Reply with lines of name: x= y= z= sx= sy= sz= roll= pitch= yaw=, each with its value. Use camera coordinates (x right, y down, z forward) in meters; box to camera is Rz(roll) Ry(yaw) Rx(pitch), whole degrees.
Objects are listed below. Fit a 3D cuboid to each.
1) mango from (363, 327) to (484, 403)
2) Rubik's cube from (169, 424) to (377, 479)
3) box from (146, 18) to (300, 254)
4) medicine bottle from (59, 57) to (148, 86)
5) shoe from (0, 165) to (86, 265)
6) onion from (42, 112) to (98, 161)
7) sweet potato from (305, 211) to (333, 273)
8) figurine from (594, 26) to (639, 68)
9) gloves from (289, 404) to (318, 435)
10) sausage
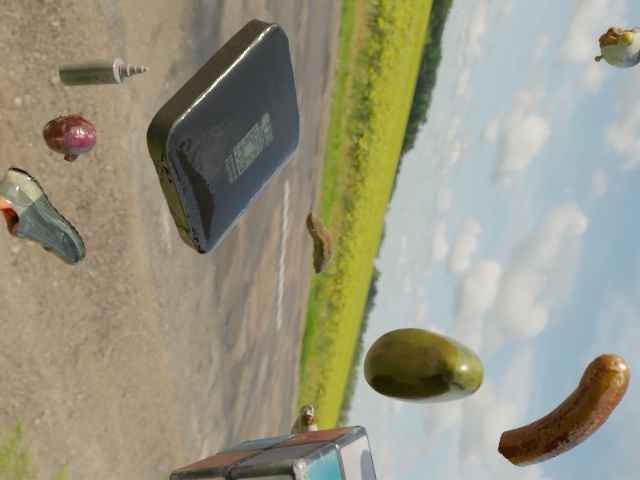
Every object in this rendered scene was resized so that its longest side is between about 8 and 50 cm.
mango: x=0.183 y=0.222 z=1.371 sx=0.289 sy=0.146 sz=0.129 roll=-1 pitch=-128 yaw=56
Rubik's cube: x=-0.072 y=0.565 z=1.566 sx=0.318 sy=0.314 sz=0.315 roll=2 pitch=75 yaw=-62
box: x=-0.137 y=-0.153 z=1.202 sx=0.289 sy=0.073 sz=0.290 roll=-53 pitch=156 yaw=-27
medicine bottle: x=-0.468 y=-0.368 z=1.718 sx=0.058 sy=0.199 sz=0.057 roll=0 pitch=90 yaw=-77
shoe: x=-0.450 y=-0.023 z=1.244 sx=0.077 sy=0.074 sz=0.194 roll=-52 pitch=134 yaw=-31
onion: x=-0.499 y=-0.205 z=1.575 sx=0.107 sy=0.107 sz=0.097 roll=-59 pitch=152 yaw=-78
sweet potato: x=0.000 y=-0.002 z=1.847 sx=0.053 sy=0.054 sz=0.182 roll=-71 pitch=157 yaw=-46
figurine: x=0.519 y=-0.307 z=1.266 sx=0.101 sy=0.143 sz=0.068 roll=-29 pitch=129 yaw=-70
gloves: x=-0.022 y=0.499 z=1.867 sx=0.131 sy=0.140 sz=0.218 roll=-49 pitch=141 yaw=-32
sausage: x=0.441 y=0.318 z=1.414 sx=0.302 sy=0.076 sz=0.102 roll=-50 pitch=-140 yaw=33
